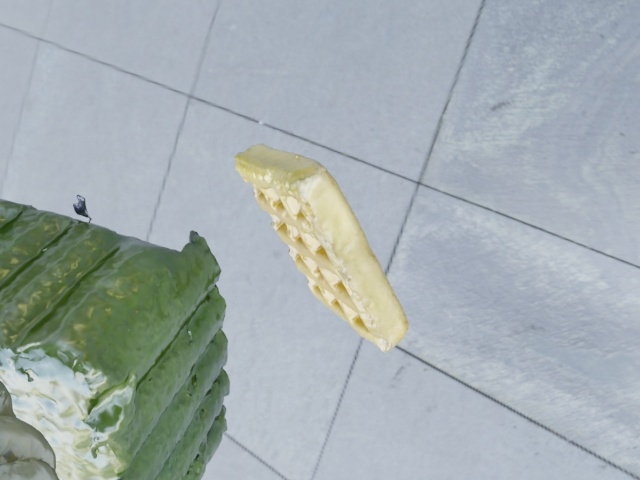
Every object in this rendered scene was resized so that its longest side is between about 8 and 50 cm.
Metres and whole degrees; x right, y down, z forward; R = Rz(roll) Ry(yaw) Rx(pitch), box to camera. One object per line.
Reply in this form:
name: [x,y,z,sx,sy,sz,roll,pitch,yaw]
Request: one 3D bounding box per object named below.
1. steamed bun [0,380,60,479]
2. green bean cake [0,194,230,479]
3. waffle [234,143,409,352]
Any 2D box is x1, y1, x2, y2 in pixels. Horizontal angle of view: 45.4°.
steamed bun: [-0.186,0.176,0.294,0.207,0.268,0.280,-6,57,25]
green bean cake: [-0.267,0.121,0.718,0.319,0.218,0.335,14,125,14]
waffle: [0.000,0.000,0.944,0.055,0.248,0.221,-35,25,-12]
